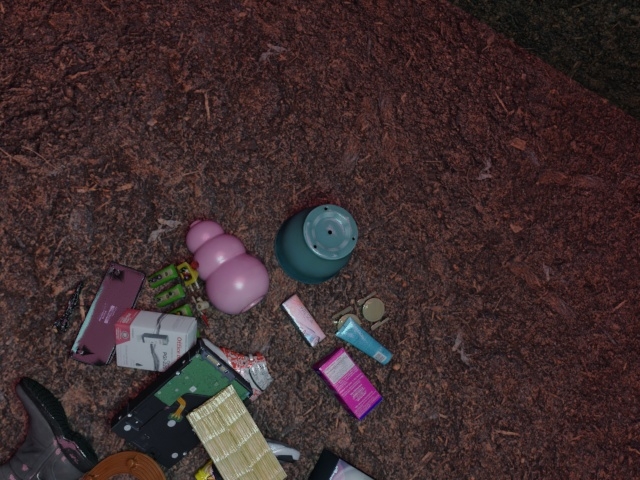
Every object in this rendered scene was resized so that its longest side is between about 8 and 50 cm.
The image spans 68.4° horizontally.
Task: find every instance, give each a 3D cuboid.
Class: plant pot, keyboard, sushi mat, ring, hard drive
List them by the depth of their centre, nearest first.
[{"bbox_3d":[-0.561,0.753,1.277,0.337,0.032,0.336,-9,60,16],"label":"ring"},{"bbox_3d":[-0.237,0.588,1.341,0.151,0.019,0.316,-31,88,-20],"label":"sushi mat"},{"bbox_3d":[-0.400,0.484,1.383,0.339,0.064,0.237,-42,116,-2],"label":"hard drive"},{"bbox_3d":[-0.695,0.218,1.465,0.202,0.033,0.317,22,72,-12],"label":"keyboard"},{"bbox_3d":[0.000,0.000,1.596,0.272,0.255,0.271,3,77,-15],"label":"plant pot"}]

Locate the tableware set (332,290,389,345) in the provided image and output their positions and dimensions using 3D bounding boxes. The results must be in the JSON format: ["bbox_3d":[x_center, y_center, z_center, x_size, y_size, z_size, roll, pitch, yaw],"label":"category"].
[{"bbox_3d":[0.142,0.275,1.688,0.194,0.039,0.128,-30,102,-14],"label":"tableware set"}]

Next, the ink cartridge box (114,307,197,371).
[{"bbox_3d":[-0.490,0.304,1.411,0.218,0.092,0.158,7,114,-1],"label":"ink cartridge box"}]

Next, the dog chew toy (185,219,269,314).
[{"bbox_3d":[-0.314,0.074,1.525,0.207,0.206,0.331,-33,80,-20],"label":"dog chew toy"}]

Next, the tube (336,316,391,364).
[{"bbox_3d":[0.157,0.359,1.655,0.207,0.052,0.080,38,79,-11],"label":"tube"}]

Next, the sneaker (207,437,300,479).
[{"bbox_3d":[-0.201,0.670,1.398,0.269,0.101,0.153,13,74,-11],"label":"sneaker"}]

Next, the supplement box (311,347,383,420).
[{"bbox_3d":[0.088,0.479,1.588,0.114,0.111,0.220,-37,89,-20],"label":"supplement box"}]

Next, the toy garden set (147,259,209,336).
[{"bbox_3d":[-0.437,0.192,1.466,0.204,0.049,0.244,-25,84,25],"label":"toy garden set"}]

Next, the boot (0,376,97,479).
[{"bbox_3d":[-0.814,0.573,1.310,0.223,0.118,0.338,-36,85,-15],"label":"boot"}]

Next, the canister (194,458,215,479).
[{"bbox_3d":[-0.282,0.699,1.453,0.170,0.073,0.126,-43,92,-22],"label":"canister"}]

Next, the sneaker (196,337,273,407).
[{"bbox_3d":[-0.270,0.389,1.519,0.145,0.090,0.270,-38,93,-21],"label":"sneaker"}]

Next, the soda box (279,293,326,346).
[{"bbox_3d":[-0.063,0.276,1.619,0.063,0.058,0.183,-36,89,-20],"label":"soda box"}]

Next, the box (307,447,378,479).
[{"bbox_3d":[0.082,0.870,1.463,0.294,0.183,0.296,33,71,-5],"label":"box"}]
